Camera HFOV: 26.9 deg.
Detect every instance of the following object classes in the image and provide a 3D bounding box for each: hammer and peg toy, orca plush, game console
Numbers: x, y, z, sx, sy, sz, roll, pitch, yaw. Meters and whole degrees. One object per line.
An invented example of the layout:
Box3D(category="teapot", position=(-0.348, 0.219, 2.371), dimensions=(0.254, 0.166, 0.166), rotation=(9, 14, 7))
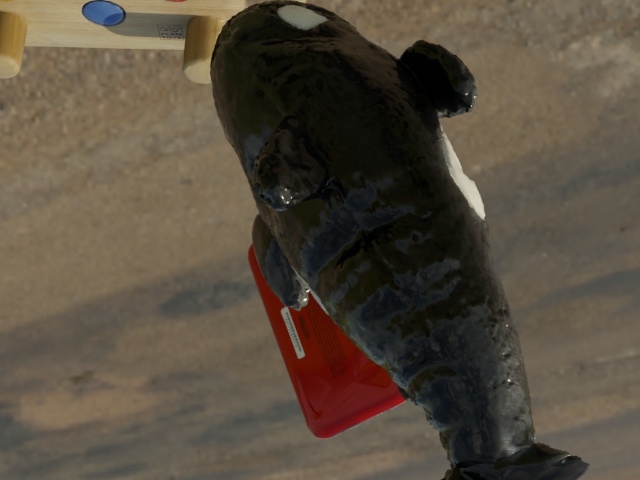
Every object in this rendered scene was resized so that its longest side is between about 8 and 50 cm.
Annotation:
Box3D(category="hammer and peg toy", position=(-0.138, -0.235, 1.125), dimensions=(0.361, 0.127, 0.266), rotation=(2, 153, 1))
Box3D(category="orca plush", position=(0.000, 0.000, 0.599), dimensions=(0.102, 0.287, 0.151), rotation=(7, 152, -46))
Box3D(category="game console", position=(0.039, 0.044, 0.888), dimensions=(0.124, 0.144, 0.085), rotation=(-30, 161, 27))
